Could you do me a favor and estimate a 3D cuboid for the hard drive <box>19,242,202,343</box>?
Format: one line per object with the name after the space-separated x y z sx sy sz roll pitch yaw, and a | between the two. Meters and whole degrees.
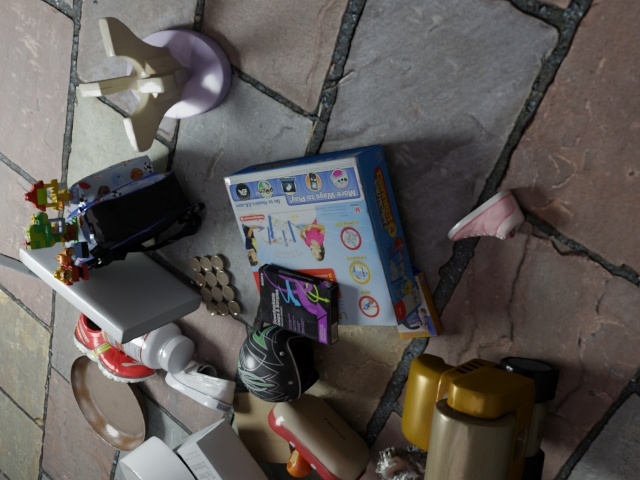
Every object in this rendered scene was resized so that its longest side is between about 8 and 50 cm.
-0.477 0.087 1.658 0.353 0.233 0.047 32 122 25 | hard drive

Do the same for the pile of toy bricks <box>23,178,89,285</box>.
-0.521 -0.009 1.405 0.118 0.105 0.212 8 104 52 | pile of toy bricks

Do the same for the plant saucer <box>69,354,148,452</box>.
-0.587 0.450 2.049 0.311 0.050 0.310 16 119 31 | plant saucer

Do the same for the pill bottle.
-0.416 0.237 1.767 0.216 0.121 0.121 23 123 27 | pill bottle

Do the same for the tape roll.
-0.373 0.627 1.789 0.286 0.100 0.286 37 145 32 | tape roll

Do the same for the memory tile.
-0.236 0.102 1.637 0.113 0.012 0.148 -8 106 40 | memory tile

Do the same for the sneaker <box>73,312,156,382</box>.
-0.541 0.272 1.897 0.279 0.107 0.118 27 116 22 | sneaker

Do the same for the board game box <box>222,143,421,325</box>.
0.000 0.000 1.319 0.308 0.086 0.302 -4 109 38 | board game box

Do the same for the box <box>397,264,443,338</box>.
0.164 0.111 1.323 0.081 0.028 0.136 -11 105 41 | box

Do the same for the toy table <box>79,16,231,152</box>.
-0.327 -0.313 1.413 0.274 0.161 0.252 -9 105 41 | toy table

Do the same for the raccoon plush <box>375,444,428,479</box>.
0.114 0.525 1.454 0.446 0.216 0.299 -12 95 41 | raccoon plush

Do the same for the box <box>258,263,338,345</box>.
-0.042 0.115 1.326 0.162 0.029 0.116 15 119 32 | box

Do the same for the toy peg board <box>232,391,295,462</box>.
-0.110 0.416 1.660 0.161 0.079 0.160 -15 86 41 | toy peg board

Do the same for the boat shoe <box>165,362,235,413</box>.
-0.280 0.338 1.739 0.258 0.095 0.084 12 77 47 | boat shoe

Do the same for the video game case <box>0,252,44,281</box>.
-0.643 0.096 1.769 0.285 0.025 0.204 25 170 -20 | video game case

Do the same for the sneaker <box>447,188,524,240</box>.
0.267 -0.019 1.165 0.134 0.051 0.070 -40 79 38 | sneaker

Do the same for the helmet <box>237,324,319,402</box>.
-0.089 0.252 1.494 0.169 0.161 0.169 17 120 31 | helmet

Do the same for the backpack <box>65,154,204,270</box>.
-0.443 -0.048 1.571 0.263 0.276 0.213 -31 86 48 | backpack

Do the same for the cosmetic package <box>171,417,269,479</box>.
-0.226 0.589 1.737 0.284 0.097 0.377 52 150 3 | cosmetic package

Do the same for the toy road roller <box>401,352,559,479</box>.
0.219 0.290 1.164 0.241 0.329 0.202 11 98 33 | toy road roller

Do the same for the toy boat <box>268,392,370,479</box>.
-0.020 0.435 1.522 0.231 0.151 0.151 43 111 15 | toy boat
